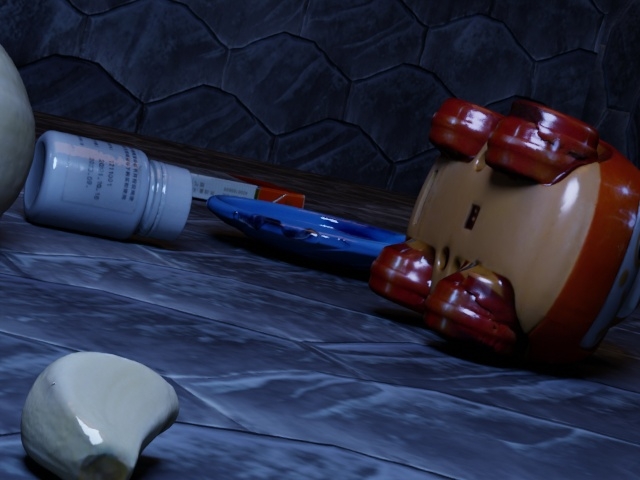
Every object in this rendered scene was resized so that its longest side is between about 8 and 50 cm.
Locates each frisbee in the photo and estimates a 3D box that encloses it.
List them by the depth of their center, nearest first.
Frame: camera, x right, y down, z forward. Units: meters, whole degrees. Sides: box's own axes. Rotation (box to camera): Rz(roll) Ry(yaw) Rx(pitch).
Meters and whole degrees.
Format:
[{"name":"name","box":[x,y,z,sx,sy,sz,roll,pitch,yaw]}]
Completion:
[{"name":"frisbee","box":[0.000,0.000,1.462,0.242,0.045,0.242,14,6,-1]}]

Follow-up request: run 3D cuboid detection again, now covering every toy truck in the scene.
[{"name":"toy truck","box":[0.187,0.008,1.155,0.239,0.189,0.265,21,2,-20]}]

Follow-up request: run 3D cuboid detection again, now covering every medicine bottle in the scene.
[{"name":"medicine bottle","box":[-0.180,-0.043,1.243,0.130,0.080,0.080,12,5,-25]}]

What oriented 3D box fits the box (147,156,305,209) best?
[{"name":"box","box":[-0.156,-0.075,1.928,0.245,0.035,0.139,11,5,-28]}]

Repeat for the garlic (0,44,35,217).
[{"name":"garlic","box":[-0.351,-0.109,1.000,0.313,0.286,0.249,17,-43,-44]}]

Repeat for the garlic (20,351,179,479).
[{"name":"garlic","box":[-0.083,0.067,0.538,0.053,0.041,0.083,27,13,-2]}]
